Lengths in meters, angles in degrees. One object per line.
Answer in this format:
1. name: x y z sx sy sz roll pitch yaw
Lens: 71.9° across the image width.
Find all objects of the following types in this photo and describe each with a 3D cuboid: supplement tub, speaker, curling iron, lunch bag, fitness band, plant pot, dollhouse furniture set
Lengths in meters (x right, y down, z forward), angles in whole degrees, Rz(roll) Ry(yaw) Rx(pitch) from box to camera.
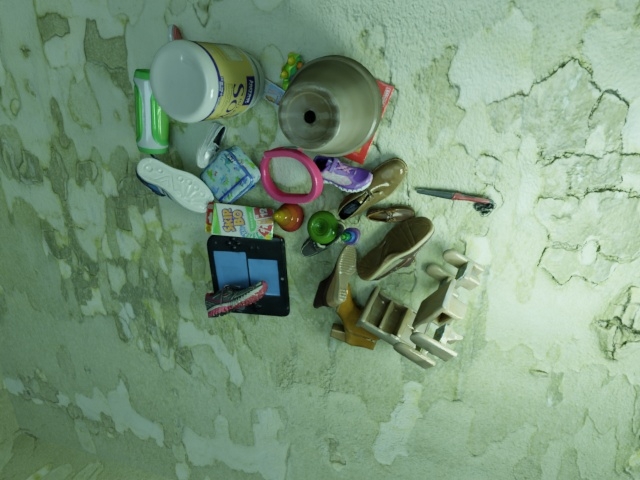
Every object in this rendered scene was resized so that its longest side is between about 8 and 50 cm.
1. supplement tub: -0.353 -0.518 1.440 0.241 0.331 0.240 9 113 23
2. speaker: -0.638 -0.486 1.672 0.131 0.131 0.296 14 117 11
3. curling iron: 0.470 -0.141 1.534 0.274 0.035 0.068 16 116 10
4. lunch bag: -0.346 -0.245 1.695 0.219 0.090 0.176 -31 103 37
5. fitness band: -0.115 -0.234 1.605 0.291 0.054 0.208 7 120 40
6. plant pot: 0.006 -0.397 1.353 0.324 0.280 0.322 7 113 16
7. dollhouse furniture set: 0.331 0.241 1.579 0.257 0.362 0.394 31 148 1

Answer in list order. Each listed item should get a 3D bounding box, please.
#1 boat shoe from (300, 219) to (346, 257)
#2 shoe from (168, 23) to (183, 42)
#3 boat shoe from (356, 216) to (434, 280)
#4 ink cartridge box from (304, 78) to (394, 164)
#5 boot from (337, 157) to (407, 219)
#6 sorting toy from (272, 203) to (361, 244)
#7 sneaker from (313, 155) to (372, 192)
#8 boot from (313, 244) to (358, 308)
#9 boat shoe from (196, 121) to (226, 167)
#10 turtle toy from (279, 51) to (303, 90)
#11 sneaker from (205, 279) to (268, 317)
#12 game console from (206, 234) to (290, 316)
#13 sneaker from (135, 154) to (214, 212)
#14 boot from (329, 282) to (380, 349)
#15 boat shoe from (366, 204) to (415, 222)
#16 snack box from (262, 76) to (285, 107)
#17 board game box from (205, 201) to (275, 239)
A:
1. boat shoe: 0.001 0.001 1.719 0.224 0.073 0.080 -34 98 25
2. shoe: -0.483 -0.678 1.579 0.081 0.063 0.177 2 119 15
3. boat shoe: 0.293 0.043 1.638 0.123 0.123 0.342 22 123 -44
4. ink cartridge box: 0.073 -0.432 1.512 0.261 0.066 0.296 25 118 7
5. boot: 0.182 -0.170 1.567 0.305 0.115 0.112 -40 95 26
6. sorting toy: -0.037 -0.056 1.628 0.366 0.126 0.126 18 99 25
7. sneaker: 0.065 -0.242 1.542 0.237 0.095 0.104 16 155 25
8. boot: 0.048 0.146 1.745 0.090 0.248 0.207 24 157 -24
9. boat shoe: -0.405 -0.355 1.657 0.063 0.066 0.184 17 77 25
10. turtle toy: -0.099 -0.571 1.496 0.066 0.095 0.130 23 121 -18
11. sneaker: -0.362 0.230 1.857 0.300 0.121 0.111 -23 76 14
12. game console: -0.307 0.148 1.890 0.343 0.060 0.385 5 115 16
13. sneaker: -0.579 -0.216 1.764 0.323 0.236 0.130 31 82 -17
14. boot: 0.165 0.311 1.804 0.212 0.104 0.294 13 119 5
15. boat shoe: 0.254 -0.090 1.609 0.178 0.060 0.064 0 113 17
16. snack box: -0.159 -0.517 1.569 0.178 0.022 0.064 32 119 2
17. board game box: -0.313 -0.076 1.724 0.260 0.039 0.123 5 97 -13
